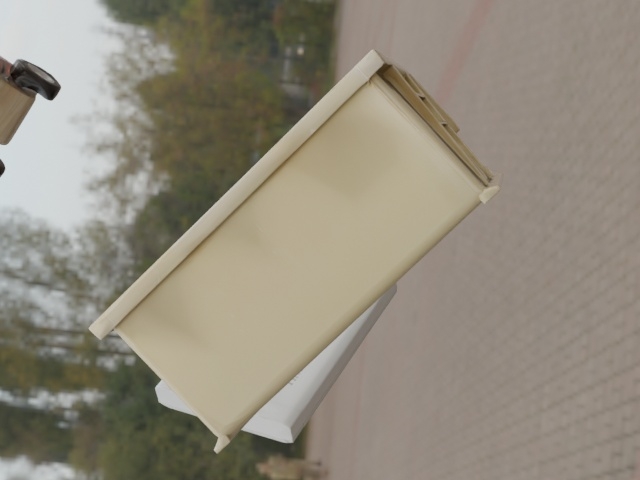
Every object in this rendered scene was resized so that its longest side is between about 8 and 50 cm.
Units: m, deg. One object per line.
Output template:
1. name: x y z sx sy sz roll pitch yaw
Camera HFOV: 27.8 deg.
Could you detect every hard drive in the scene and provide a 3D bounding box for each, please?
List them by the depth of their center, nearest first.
1. hard drive: -0.053 0.130 1.737 0.307 0.203 0.040 -52 -36 -42

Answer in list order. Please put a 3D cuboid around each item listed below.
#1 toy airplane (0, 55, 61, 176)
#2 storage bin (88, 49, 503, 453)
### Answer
1. toy airplane: -0.480 -0.207 1.354 0.386 0.272 0.384 -41 -17 -33
2. storage bin: 0.000 0.000 0.956 0.262 0.123 0.260 -44 -2 10
